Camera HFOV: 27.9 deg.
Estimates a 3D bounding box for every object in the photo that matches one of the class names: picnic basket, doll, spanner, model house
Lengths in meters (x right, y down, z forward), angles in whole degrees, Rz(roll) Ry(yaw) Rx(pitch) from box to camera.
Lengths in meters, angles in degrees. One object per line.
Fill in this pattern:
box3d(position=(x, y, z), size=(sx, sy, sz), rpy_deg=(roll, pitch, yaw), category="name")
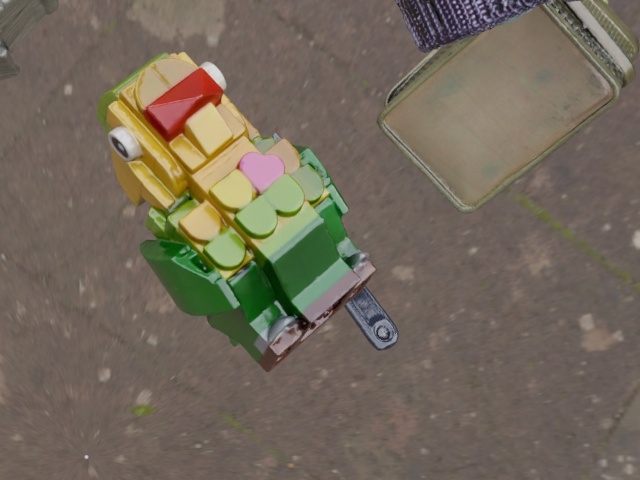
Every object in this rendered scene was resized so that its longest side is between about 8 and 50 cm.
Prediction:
box3d(position=(0.206, -0.173, 1.410), size=(0.165, 0.267, 0.139), rpy_deg=(45, 36, -6), category="picnic basket")
box3d(position=(-0.052, -0.017, 0.708), size=(0.106, 0.134, 0.186), rpy_deg=(-40, 111, -20), category="doll")
box3d(position=(0.000, 0.000, 1.591), size=(0.087, 0.024, 0.315), rpy_deg=(-34, 84, -25), category="spanner")
box3d(position=(-0.386, -0.267, 1.475), size=(0.122, 0.229, 0.188), rpy_deg=(29, 73, -3), category="model house")

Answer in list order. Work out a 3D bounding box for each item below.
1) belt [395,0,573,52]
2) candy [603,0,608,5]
box3d(position=(0.207, -0.258, 1.085), size=(0.260, 0.325, 0.122), rpy_deg=(-35, 101, -54), category="belt")
box3d(position=(0.371, -0.328, 1.643), size=(0.060, 0.060, 0.201), rpy_deg=(27, 69, -5), category="candy")
